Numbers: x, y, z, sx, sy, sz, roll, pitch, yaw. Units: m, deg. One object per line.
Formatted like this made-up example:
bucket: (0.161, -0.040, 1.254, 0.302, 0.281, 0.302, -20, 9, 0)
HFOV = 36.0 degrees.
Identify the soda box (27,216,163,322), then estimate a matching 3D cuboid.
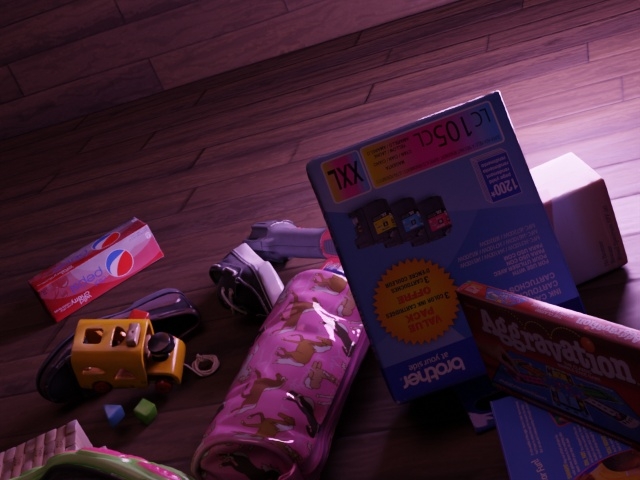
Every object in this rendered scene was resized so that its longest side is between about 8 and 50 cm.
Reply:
soda box: (-0.466, 0.058, 2.046, 0.263, 0.083, 0.092, -33, 27, -18)

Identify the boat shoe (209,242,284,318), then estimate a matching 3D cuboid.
boat shoe: (-0.127, 0.085, 1.688, 0.102, 0.108, 0.301, -29, 24, -11)

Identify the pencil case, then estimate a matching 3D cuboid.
pencil case: (-0.035, 0.201, 1.340, 0.167, 0.160, 0.386, -51, 6, 38)

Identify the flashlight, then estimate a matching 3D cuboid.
flashlight: (0.000, 0.000, 1.762, 0.304, 0.103, 0.103, 2, 55, 49)

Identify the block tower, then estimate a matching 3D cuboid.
block tower: (-0.475, 0.378, 1.439, 0.335, 0.097, 0.091, -23, 27, 0)

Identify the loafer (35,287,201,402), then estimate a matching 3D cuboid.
loafer: (-0.342, 0.183, 1.690, 0.302, 0.109, 0.095, -33, 31, -25)

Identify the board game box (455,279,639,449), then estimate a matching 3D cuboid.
board game box: (0.262, 0.133, 1.038, 0.027, 0.145, 0.281, -33, 25, -23)

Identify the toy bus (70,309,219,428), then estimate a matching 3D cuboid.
toy bus: (-0.297, 0.177, 1.574, 0.202, 0.104, 0.191, -38, 57, -26)

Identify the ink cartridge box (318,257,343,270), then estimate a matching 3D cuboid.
ink cartridge box: (0.067, 0.086, 1.560, 0.175, 0.072, 0.127, -4, 31, 36)

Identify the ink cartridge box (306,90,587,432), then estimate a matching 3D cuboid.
ink cartridge box: (0.174, 0.043, 1.290, 0.270, 0.395, 0.151, -21, -4, 2)

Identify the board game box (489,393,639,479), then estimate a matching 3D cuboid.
board game box: (0.319, 0.257, 1.004, 0.233, 0.078, 0.347, -19, 24, 10)

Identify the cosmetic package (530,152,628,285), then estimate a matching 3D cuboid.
cosmetic package: (0.276, 0.008, 1.446, 0.296, 0.153, 0.129, -24, 25, 2)

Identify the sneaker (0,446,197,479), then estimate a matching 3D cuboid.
sneaker: (-0.342, 0.387, 1.238, 0.482, 0.185, 0.202, -20, 60, 24)
